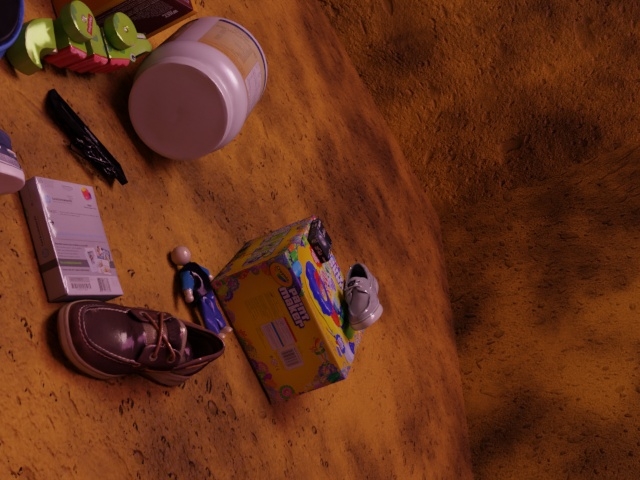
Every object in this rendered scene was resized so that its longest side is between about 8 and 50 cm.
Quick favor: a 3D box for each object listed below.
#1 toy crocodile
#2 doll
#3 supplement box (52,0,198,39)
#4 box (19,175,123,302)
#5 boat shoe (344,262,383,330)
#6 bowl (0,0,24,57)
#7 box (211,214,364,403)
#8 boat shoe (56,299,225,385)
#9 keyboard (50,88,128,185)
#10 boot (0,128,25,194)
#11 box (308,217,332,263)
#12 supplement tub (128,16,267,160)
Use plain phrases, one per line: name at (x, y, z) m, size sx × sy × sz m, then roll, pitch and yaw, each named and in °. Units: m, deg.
toy crocodile at (-0.407, -0.335, 1.508) m, size 0.340 × 0.115 × 0.105 m, roll -17°, pitch 91°, yaw -70°
doll at (-0.227, 0.097, 1.634) m, size 0.189 × 0.046 × 0.129 m, roll 67°, pitch 17°, yaw -6°
supplement box at (-0.370, -0.467, 1.629) m, size 0.194 × 0.191 × 0.129 m, roll 4°, pitch 66°, yaw -69°
box at (-0.378, 0.001, 1.329) m, size 0.145 × 0.038 × 0.186 m, roll 7°, pitch 63°, yaw -70°
boat shoe at (0.082, 0.117, 1.896) m, size 0.081 × 0.079 × 0.227 m, roll 56°, pitch 14°, yaw -17°
bowl at (-0.562, -0.410, 1.195) m, size 0.391 × 0.077 × 0.391 m, roll 53°, pitch 23°, yaw -35°
box at (-0.057, 0.139, 1.863) m, size 0.290 × 0.177 × 0.279 m, roll 64°, pitch 18°, yaw -12°
boat shoe at (-0.263, 0.150, 1.351) m, size 0.342 × 0.123 × 0.123 m, roll 36°, pitch 37°, yaw -59°
keyboard at (-0.401, -0.164, 1.481) m, size 0.192 × 0.038 × 0.100 m, roll 53°, pitch 1°, yaw -36°
boot at (-0.476, -0.124, 1.168) m, size 0.086 × 0.069 × 0.190 m, roll 67°, pitch 9°, yaw 17°
box at (0.000, 0.000, 1.866) m, size 0.067 × 0.018 × 0.083 m, roll 61°, pitch 19°, yaw -24°
supplement tub at (-0.243, -0.307, 1.750) m, size 0.228 × 0.228 × 0.316 m, roll 61°, pitch 20°, yaw -20°
